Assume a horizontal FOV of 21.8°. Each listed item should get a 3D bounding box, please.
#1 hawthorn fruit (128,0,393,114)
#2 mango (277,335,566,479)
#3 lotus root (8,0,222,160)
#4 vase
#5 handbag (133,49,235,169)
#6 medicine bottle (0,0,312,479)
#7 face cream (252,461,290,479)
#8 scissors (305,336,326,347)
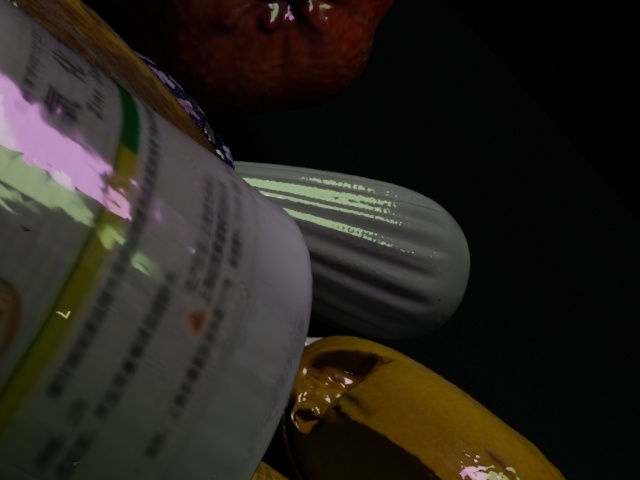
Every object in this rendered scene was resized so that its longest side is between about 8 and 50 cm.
[{"bbox_3d":[-0.071,-0.273,1.596,0.287,0.287,0.330,35,5,-25],"label":"hawthorn fruit"},{"bbox_3d":[0.069,0.155,1.047,0.262,0.130,0.167,44,12,23],"label":"mango"},{"bbox_3d":[-0.169,-0.049,0.887,0.397,0.179,0.196,48,28,-7],"label":"lotus root"},{"bbox_3d":[0.000,0.000,1.317,0.248,0.128,0.128,19,26,-35],"label":"vase"},{"bbox_3d":[-0.155,-0.067,1.097,0.229,0.126,0.208,30,19,-8],"label":"handbag"},{"bbox_3d":[-0.159,0.022,0.623,0.232,0.238,0.238,36,17,-25],"label":"medicine bottle"},{"bbox_3d":[0.016,0.203,0.823,0.349,0.105,0.105,37,16,-19],"label":"face cream"},{"bbox_3d":[0.012,0.089,1.281,0.176,0.022,0.085,15,28,-53],"label":"scissors"}]
